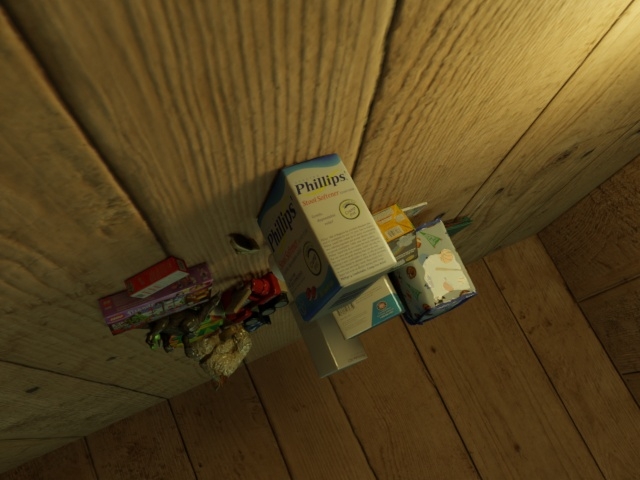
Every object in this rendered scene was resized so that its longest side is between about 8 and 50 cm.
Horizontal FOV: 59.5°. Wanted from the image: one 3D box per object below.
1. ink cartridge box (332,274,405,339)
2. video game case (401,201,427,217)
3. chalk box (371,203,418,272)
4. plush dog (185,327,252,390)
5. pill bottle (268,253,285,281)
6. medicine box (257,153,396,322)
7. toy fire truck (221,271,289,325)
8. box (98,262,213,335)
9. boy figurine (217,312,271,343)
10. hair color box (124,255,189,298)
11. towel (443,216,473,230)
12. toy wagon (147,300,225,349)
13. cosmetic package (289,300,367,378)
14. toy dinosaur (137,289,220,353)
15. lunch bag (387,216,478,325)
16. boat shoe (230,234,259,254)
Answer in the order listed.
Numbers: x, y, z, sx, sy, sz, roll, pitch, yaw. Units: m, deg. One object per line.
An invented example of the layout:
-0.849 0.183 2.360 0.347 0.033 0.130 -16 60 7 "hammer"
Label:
0.128 0.163 1.976 0.223 0.307 0.129 -29 166 11 "ink cartridge box"
0.304 -0.097 1.951 0.122 0.011 0.087 -17 162 -28 "video game case"
0.233 0.009 1.842 0.132 0.132 0.213 -25 143 -6 "chalk box"
-0.434 0.445 2.200 0.262 0.225 0.210 -44 -170 32 "plush dog"
-0.019 0.015 1.566 0.264 0.146 0.146 -31 164 22 "pill bottle"
0.000 0.000 1.274 0.149 0.289 0.263 -20 164 -26 "medicine box"
-0.251 0.199 1.840 0.217 0.158 0.246 -33 151 26 "toy fire truck"
-0.449 0.166 1.553 0.293 0.057 0.201 -20 163 -20 "box"
-0.347 0.378 2.346 0.285 0.092 0.177 -27 165 9 "boy figurine"
-0.409 0.094 1.405 0.141 0.043 0.072 -28 164 6 "hair color box"
0.476 0.006 2.516 0.272 0.040 0.370 -13 162 -36 "towel"
-0.448 0.283 1.918 0.267 0.068 0.344 -18 163 -27 "toy wagon"
0.033 0.408 2.519 0.197 0.365 0.155 -12 160 -42 "cosmetic package"
-0.450 0.252 1.692 0.314 0.160 0.121 -9 134 -9 "toy dinosaur"
0.391 0.144 2.173 0.239 0.327 0.385 -18 165 -9 "lunch bag"
-0.204 0.018 1.465 0.045 0.050 0.135 -34 163 11 "boat shoe"
